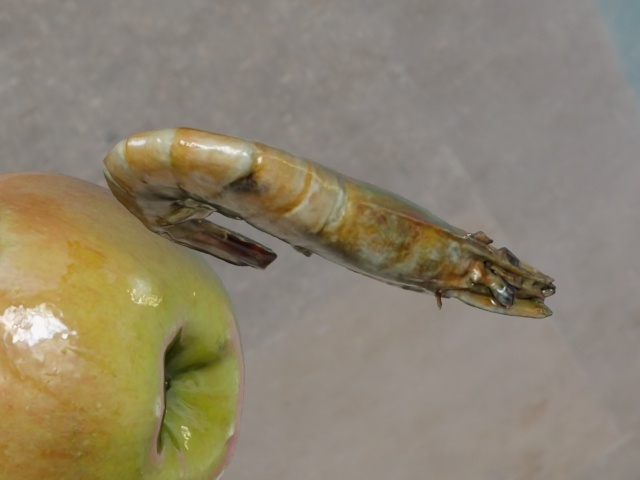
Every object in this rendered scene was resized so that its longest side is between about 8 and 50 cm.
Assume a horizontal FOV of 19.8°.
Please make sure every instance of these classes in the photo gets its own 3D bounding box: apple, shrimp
[{"bbox_3d":[-0.229,0.118,1.566,0.338,0.305,0.338,-53,154,-41],"label":"apple"},{"bbox_3d":[0.000,0.000,1.155,0.296,0.058,0.169,23,159,-20],"label":"shrimp"}]
